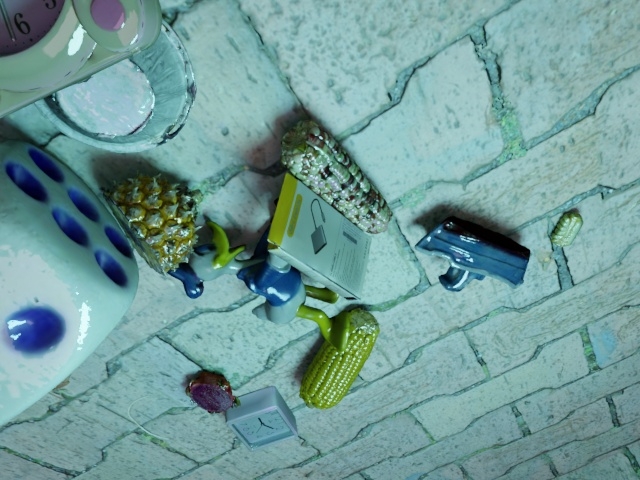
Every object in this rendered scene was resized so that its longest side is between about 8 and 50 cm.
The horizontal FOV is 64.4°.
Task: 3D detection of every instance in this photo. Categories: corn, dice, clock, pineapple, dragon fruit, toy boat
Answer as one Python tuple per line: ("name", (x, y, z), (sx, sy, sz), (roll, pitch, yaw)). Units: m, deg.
("corn", (0.040, 0.294, 1.218), (0.119, 0.119, 0.322), (11, 123, -22))
("dice", (-0.454, 0.054, 0.700), (0.304, 0.304, 0.277), (-38, 112, -1))
("clock", (-0.353, -0.307, 0.536), (0.283, 0.114, 0.310), (-22, 111, 7))
("pineapple", (-0.255, -0.046, 0.844), (0.136, 0.161, 0.176), (-37, 110, -23))
("corn", (0.034, -0.103, 0.891), (0.092, 0.092, 0.280), (-36, 135, 17))
("dragon fruit", (-0.261, 0.361, 1.238), (0.126, 0.068, 0.112), (-15, 117, 17))
("toy boat", (0.319, 0.046, 1.059), (0.309, 0.129, 0.143), (17, 114, -28))
("clock", (-0.159, 0.487, 1.372), (0.150, 0.063, 0.197), (-19, 133, 2))

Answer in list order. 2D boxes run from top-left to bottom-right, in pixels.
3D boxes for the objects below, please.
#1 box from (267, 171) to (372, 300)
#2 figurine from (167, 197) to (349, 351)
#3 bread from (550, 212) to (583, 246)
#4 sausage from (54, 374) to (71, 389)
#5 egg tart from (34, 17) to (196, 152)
("box", (0.000, 0.000, 0.865), (0.033, 0.129, 0.247), (-7, 148, 40))
("figurine", (-0.109, 0.056, 0.921), (0.338, 0.205, 0.284), (3, 129, -12))
("bread", (0.541, -0.026, 1.116), (0.049, 0.034, 0.088), (8, 126, -2))
("sausage", (-0.699, 0.209, 0.979), (0.433, 0.088, 0.088), (32, 117, -34))
("egg tart", (-0.291, -0.217, 0.700), (0.234, 0.094, 0.234), (-5, 129, -6))
